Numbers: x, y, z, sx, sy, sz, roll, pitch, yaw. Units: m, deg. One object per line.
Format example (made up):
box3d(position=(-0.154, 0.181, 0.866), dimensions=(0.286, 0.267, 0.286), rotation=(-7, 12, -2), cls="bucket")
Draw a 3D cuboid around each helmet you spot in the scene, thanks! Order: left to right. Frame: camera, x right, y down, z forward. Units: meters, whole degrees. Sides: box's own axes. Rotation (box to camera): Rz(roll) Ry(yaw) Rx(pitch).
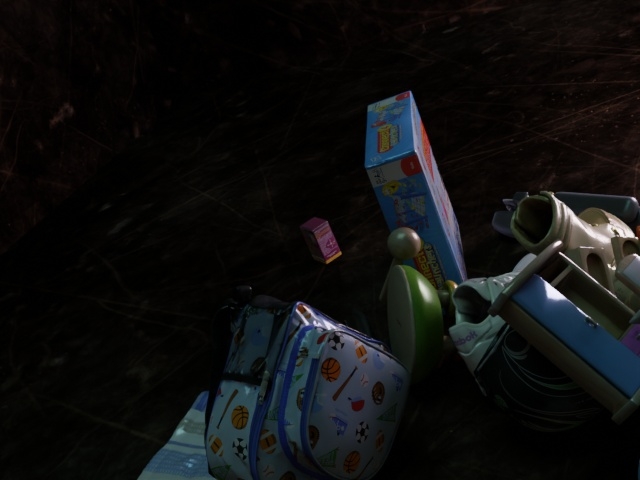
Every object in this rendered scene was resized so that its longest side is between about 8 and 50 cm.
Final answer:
box3d(position=(0.300, 0.164, 1.175), dimensions=(0.161, 0.169, 0.169), rotation=(35, 48, 10), cls="helmet")

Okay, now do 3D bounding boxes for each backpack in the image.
box3d(position=(-0.020, 0.231, 1.216), dimensions=(0.213, 0.276, 0.264), rotation=(7, 71, 51), cls="backpack")

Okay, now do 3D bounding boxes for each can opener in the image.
box3d(position=(0.438, -0.040, 1.612), dimensions=(0.280, 0.074, 0.093), rotation=(2, 69, 48), cls="can opener")

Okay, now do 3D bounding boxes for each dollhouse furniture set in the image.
box3d(position=(0.439, 0.040, 1.234), dimensions=(0.151, 0.144, 0.123), rotation=(3, -21, -29), cls="dollhouse furniture set")
box3d(position=(0.383, 0.004, 1.025), dimensions=(0.198, 0.303, 0.286), rotation=(42, 51, 16), cls="dollhouse furniture set")

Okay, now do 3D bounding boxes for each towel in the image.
box3d(position=(-0.171, 0.329, 1.419), dimensions=(0.209, 0.034, 0.285), rotation=(-6, 29, 33), cls="towel")

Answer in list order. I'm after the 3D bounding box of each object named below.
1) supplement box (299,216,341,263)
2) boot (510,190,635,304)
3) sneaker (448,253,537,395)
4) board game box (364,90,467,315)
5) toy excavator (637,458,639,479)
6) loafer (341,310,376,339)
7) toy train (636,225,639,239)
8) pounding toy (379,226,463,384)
box3d(position=(0.000, 0.000, 1.888), dimensions=(0.043, 0.083, 0.055), rotation=(-33, 26, -21), cls="supplement box")
box3d(position=(0.384, -0.012, 1.398), dimensions=(0.095, 0.203, 0.262), rotation=(-46, 18, 29), cls="boot")
box3d(position=(0.281, 0.087, 1.353), dimensions=(0.114, 0.152, 0.305), rotation=(-32, 13, 40), cls="sneaker")
box3d(position=(0.171, -0.070, 1.607), dimensions=(0.086, 0.302, 0.308), rotation=(-18, 24, 13), cls="board game box")
box3d(position=(0.492, 0.147, 0.966), dimensions=(0.433, 0.222, 0.445), rotation=(-43, 4, -1), cls="toy excavator")
box3d(position=(0.059, 0.185, 1.448), dimensions=(0.078, 0.080, 0.220), rotation=(-23, 24, 0), cls="loafer")
box3d(position=(0.487, -0.019, 1.157), dimensions=(0.166, 0.046, 0.125), rotation=(10, -17, -17), cls="toy train")
box3d(position=(0.169, 0.107, 1.411), dimensions=(0.110, 0.183, 0.237), rotation=(-3, 42, -7), cls="pounding toy")
